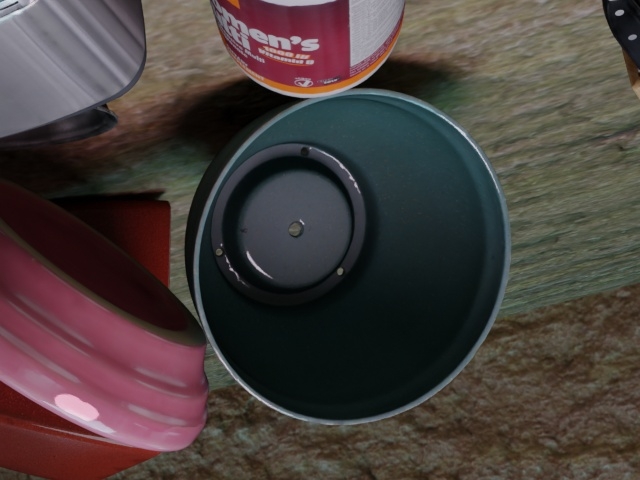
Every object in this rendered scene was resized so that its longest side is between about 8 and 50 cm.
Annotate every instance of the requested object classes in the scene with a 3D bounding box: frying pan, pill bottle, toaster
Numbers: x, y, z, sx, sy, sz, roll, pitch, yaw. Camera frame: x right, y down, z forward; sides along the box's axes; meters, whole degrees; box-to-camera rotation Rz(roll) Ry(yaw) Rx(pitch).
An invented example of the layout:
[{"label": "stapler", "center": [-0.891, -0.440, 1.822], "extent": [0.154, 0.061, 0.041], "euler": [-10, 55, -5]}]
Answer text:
[{"label": "frying pan", "center": [-0.276, -0.086, 0.942], "extent": [0.197, 0.053, 0.326], "euler": [-3, 176, -27]}, {"label": "pill bottle", "center": [-0.010, -0.171, 0.672], "extent": [0.121, 0.121, 0.221], "euler": [-12, 166, -1]}, {"label": "toaster", "center": [-0.195, -0.134, 0.653], "extent": [0.226, 0.129, 0.146], "euler": [-12, 164, 8]}]

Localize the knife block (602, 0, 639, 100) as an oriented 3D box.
[{"label": "knife block", "center": [0.268, -0.127, 0.860], "extent": [0.088, 0.276, 0.242], "euler": [-18, -165, 26]}]

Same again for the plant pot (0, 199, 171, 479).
[{"label": "plant pot", "center": [-0.316, 0.105, 1.281], "extent": [0.235, 0.268, 0.267], "euler": [8, 159, -26]}]

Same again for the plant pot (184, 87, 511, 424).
[{"label": "plant pot", "center": [0.000, 0.000, 1.122], "extent": [0.293, 0.293, 0.196], "euler": [-7, -167, -20]}]

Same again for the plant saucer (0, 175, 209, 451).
[{"label": "plant saucer", "center": [-0.220, 0.044, 1.024], "extent": [0.084, 0.332, 0.332], "euler": [-53, 159, 4]}]
